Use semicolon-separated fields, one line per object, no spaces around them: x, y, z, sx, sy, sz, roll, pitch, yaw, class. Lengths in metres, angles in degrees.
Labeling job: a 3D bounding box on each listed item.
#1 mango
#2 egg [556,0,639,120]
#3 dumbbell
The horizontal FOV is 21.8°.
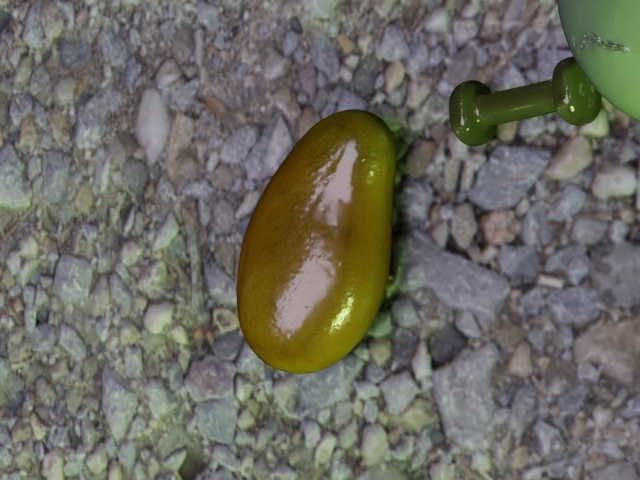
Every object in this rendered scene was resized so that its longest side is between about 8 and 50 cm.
0.000;0.000;1.359;0.136;0.099;0.227;27;105;40;mango
0.254;-0.203;1.038;0.203;0.203;0.283;37;116;30;egg
0.152;-0.103;1.245;0.118;0.046;0.052;-8;86;41;dumbbell
